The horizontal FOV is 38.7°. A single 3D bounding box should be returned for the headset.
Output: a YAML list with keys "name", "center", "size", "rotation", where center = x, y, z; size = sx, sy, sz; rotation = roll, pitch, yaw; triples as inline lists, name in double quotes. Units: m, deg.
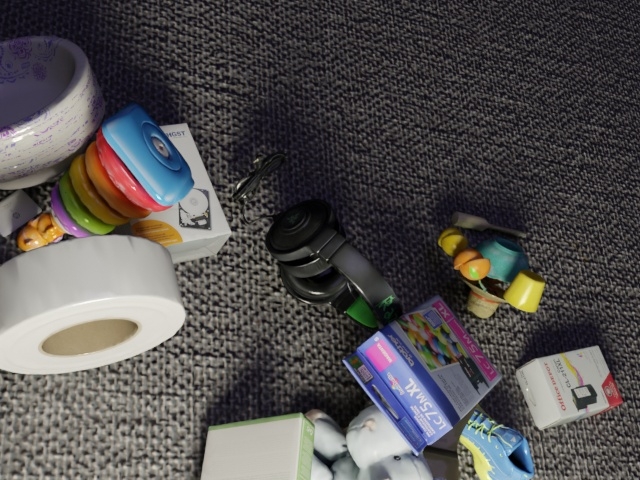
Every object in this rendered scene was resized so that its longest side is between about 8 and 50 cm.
- name: "headset"
  center: [0.000, 0.000, 1.602]
  size: [0.394, 0.243, 0.185]
  rotation: [38, 75, 23]

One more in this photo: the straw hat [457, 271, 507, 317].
- name: "straw hat"
  center: [0.323, 0.120, 1.811]
  size: [0.144, 0.061, 0.144]
  rotation: [24, 11, -5]

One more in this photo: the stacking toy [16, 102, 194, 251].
- name: "stacking toy"
  center: [-0.363, -0.064, 1.439]
  size: [0.166, 0.302, 0.175]
  rotation: [53, 16, -14]

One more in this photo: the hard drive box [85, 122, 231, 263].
- name: "hard drive box"
  center: [-0.286, -0.077, 1.589]
  size: [0.181, 0.089, 0.232]
  rotation: [-13, 69, -34]

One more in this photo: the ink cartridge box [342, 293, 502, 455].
- name: "ink cartridge box"
  center: [0.172, 0.204, 1.461]
  size: [0.186, 0.065, 0.311]
  rotation: [53, 30, 10]

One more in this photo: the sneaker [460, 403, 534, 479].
- name: "sneaker"
  center: [0.302, 0.339, 1.636]
  size: [0.091, 0.126, 0.240]
  rotation: [-30, 80, -37]

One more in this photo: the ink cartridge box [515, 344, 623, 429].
- name: "ink cartridge box"
  center: [0.490, 0.289, 1.800]
  size: [0.175, 0.072, 0.127]
  rotation: [-6, 67, -31]

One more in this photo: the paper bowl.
- name: "paper bowl"
  center: [-0.487, -0.193, 1.464]
  size: [0.284, 0.148, 0.284]
  rotation: [-7, 42, 6]

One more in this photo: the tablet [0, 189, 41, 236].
- name: "tablet"
  center: [-0.508, -0.046, 1.504]
  size: [0.054, 0.006, 0.083]
  rotation: [45, 52, 2]

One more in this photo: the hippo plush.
- name: "hippo plush"
  center: [0.051, 0.377, 1.409]
  size: [0.234, 0.236, 0.294]
  rotation: [4, 61, -27]

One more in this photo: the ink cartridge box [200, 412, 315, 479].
- name: "ink cartridge box"
  center: [-0.102, 0.381, 1.362]
  size: [0.056, 0.171, 0.235]
  rotation: [53, 33, -45]

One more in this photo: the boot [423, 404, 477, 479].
- name: "boot"
  center: [0.198, 0.324, 1.590]
  size: [0.112, 0.115, 0.305]
  rotation: [19, 60, -2]

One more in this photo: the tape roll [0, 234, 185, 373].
- name: "tape roll"
  center: [-0.346, 0.099, 1.331]
  size: [0.286, 0.286, 0.100]
  rotation: [-5, 66, -30]

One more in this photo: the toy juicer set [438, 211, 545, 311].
- name: "toy juicer set"
  center: [0.329, 0.033, 1.845]
  size: [0.209, 0.089, 0.329]
  rotation: [20, 22, -3]
